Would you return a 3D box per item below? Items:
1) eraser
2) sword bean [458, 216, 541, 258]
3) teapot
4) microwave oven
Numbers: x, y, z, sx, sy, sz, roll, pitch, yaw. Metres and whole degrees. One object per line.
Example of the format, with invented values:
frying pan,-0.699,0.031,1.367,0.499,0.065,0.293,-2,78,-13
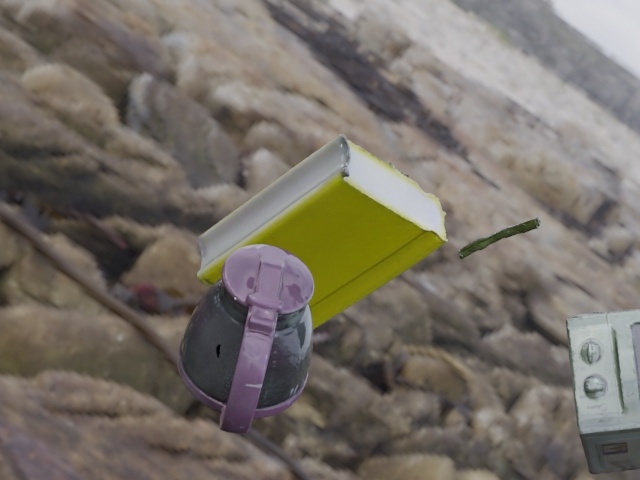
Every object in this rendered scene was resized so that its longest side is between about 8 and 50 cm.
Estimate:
eraser,0.000,0.000,1.510,0.158,0.226,0.069,29,41,-35
sword bean,0.147,-0.002,1.238,0.012,0.083,0.012,30,48,-41
teapot,-0.065,0.080,1.266,0.116,0.146,0.148,33,44,16
microwave oven,0.339,0.130,1.388,0.163,0.205,0.129,61,24,-65
